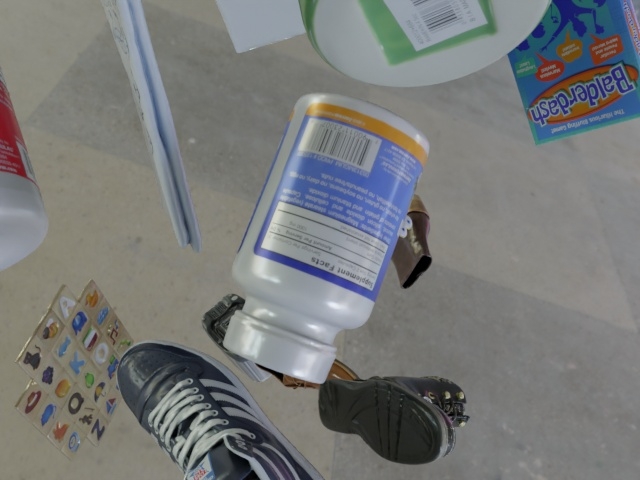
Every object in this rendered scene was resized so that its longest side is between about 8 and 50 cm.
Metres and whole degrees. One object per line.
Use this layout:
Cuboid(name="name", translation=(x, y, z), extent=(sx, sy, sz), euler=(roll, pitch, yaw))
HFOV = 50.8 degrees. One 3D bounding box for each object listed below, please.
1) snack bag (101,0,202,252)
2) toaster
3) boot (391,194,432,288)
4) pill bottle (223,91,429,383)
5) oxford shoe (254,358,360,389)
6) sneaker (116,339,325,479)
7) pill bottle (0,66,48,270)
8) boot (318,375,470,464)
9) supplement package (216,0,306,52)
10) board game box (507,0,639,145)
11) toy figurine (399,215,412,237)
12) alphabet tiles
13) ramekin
Cuboid(name="snack bag", translation=(-0.228, -0.180, 0.868), extent=(0.037, 0.323, 0.342), euler=(-17, 24, -14))
Cuboid(name="toaster", translation=(-0.175, 0.243, 1.627), extent=(0.129, 0.146, 0.227), euler=(-43, 52, -16))
Cuboid(name="boot", translation=(0.177, 0.031, 1.592), extent=(0.090, 0.248, 0.206), euler=(17, 46, -18))
Cuboid(name="pill bottle", translation=(0.000, 0.000, 0.698), extent=(0.152, 0.272, 0.152), euler=(20, -5, 2))
Cuboid(name="oxford shoe", translation=(-0.022, 0.238, 1.176), extent=(0.212, 0.076, 0.076), euler=(16, 36, 30))
Cuboid(name="sneaker", translation=(-0.110, 0.179, 0.605), extent=(0.282, 0.099, 0.153), euler=(37, -1, 23))
Cuboid(name="pill bottle", translation=(-0.505, -0.161, 0.831), extent=(0.229, 0.229, 0.407), euler=(-13, 72, -37))
Cuboid(name="boot", translation=(0.125, 0.208, 0.826), extent=(0.179, 0.236, 0.085), euler=(5, 85, -31))
Cuboid(name="supplement package", translation=(-0.068, -0.466, 1.221), extent=(0.194, 0.149, 0.203), euler=(-11, 31, 20))
Cuboid(name="board game box", translation=(0.328, -0.245, 0.874), extent=(0.047, 0.160, 0.210), euler=(-27, 99, -43))
Cuboid(name="toy figurine", translation=(0.039, -0.076, 1.265), extent=(0.191, 0.217, 0.362), euler=(29, 46, 25))
Cuboid(name="alphabet tiles", translation=(-0.472, 0.255, 1.327), extent=(0.011, 0.342, 0.285), euler=(6, 51, 17))
Cuboid(name="ramekin", translation=(0.111, -0.305, 0.748), extent=(0.304, 0.303, 0.148), euler=(4, 65, -23))
